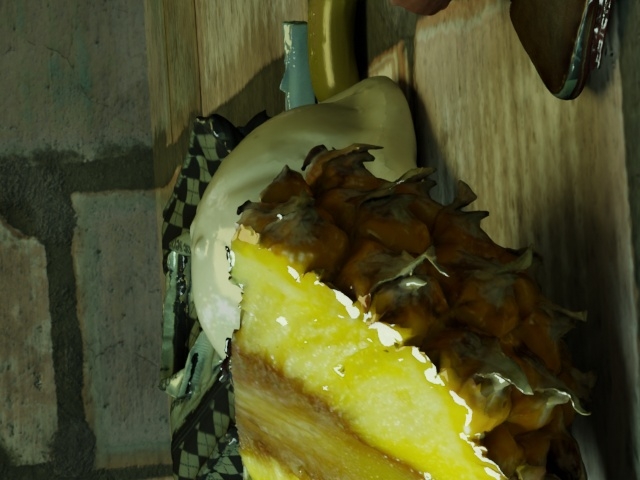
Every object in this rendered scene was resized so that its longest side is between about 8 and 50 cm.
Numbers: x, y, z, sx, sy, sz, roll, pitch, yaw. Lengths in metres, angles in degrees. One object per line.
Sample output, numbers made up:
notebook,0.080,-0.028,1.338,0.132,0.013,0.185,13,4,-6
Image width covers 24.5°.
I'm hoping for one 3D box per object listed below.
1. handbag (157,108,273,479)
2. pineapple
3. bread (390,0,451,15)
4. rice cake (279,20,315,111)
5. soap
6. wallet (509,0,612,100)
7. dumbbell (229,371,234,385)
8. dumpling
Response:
handbag,-0.095,0.084,1.694,0.316,0.180,0.416,113,153,-61
pineapple,0.107,0.097,0.931,0.209,0.286,0.344,-48,-25,-33
bread,0.040,-0.257,0.998,0.123,0.190,0.244,-50,10,23
rice cake,-0.026,-0.151,1.620,0.030,0.042,0.180,-145,51,-71
soap,0.013,-0.191,1.430,0.089,0.045,0.140,-162,69,-73
wallet,0.151,-0.209,0.844,0.137,0.031,0.255,-110,20,-50
dumbbell,0.002,0.170,1.362,0.143,0.156,0.316,-50,35,27
dumpling,0.000,0.000,1.215,0.243,0.187,0.318,177,106,-69
